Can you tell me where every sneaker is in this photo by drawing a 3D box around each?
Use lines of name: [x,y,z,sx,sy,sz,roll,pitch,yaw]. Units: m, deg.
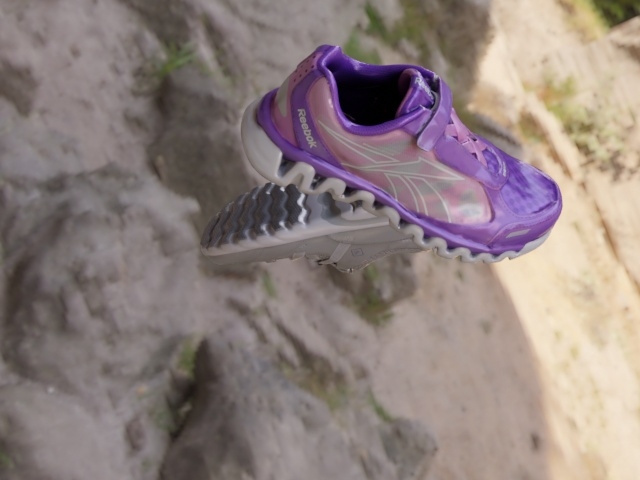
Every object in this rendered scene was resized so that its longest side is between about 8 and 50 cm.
sneaker: [0.069,-0.064,0.952,0.236,0.104,0.095,20,44,-14]
sneaker: [0.000,0.000,1.555,0.105,0.281,0.115,-75,150,-49]
